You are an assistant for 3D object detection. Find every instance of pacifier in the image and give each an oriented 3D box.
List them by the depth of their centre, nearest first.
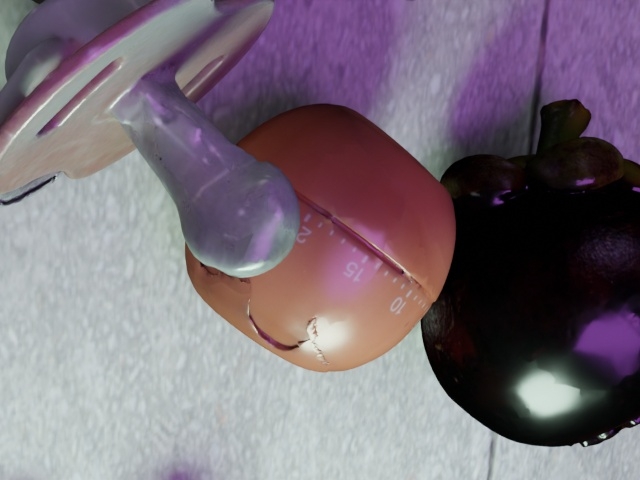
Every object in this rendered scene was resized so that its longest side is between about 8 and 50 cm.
[{"bbox_3d":[-0.134,-0.102,1.299,0.332,0.273,0.220,-23,126,-72],"label":"pacifier"}]

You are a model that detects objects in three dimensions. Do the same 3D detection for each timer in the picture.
[{"bbox_3d":[0.000,0.000,1.464,0.215,0.229,0.229,-49,130,-1],"label":"timer"}]

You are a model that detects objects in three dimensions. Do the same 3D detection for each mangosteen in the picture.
[{"bbox_3d":[0.227,0.051,1.614,0.297,0.297,0.313,-41,108,-7],"label":"mangosteen"}]

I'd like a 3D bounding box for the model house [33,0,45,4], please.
[{"bbox_3d":[-0.221,-0.284,1.248,0.229,0.122,0.188,30,110,-25],"label":"model house"}]
